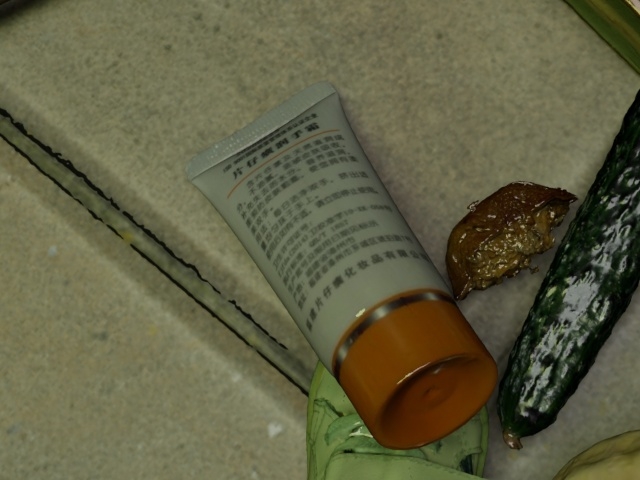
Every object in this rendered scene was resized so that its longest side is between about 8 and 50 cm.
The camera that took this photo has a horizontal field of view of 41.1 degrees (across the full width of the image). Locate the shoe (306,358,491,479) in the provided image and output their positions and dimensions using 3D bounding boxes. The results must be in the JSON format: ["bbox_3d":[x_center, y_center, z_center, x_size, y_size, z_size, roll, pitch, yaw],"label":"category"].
[{"bbox_3d":[0.055,0.181,0.578,0.139,0.128,0.262,9,81,-5],"label":"shoe"}]

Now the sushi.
[{"bbox_3d":[0.137,-0.001,0.628,0.118,0.061,0.060,-49,49,3],"label":"sushi"}]

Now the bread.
[{"bbox_3d":[0.246,-0.199,0.653,0.084,0.074,0.139,-40,74,-2],"label":"bread"}]

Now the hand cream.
[{"bbox_3d":[0.000,0.000,0.599,0.139,0.089,0.314,-29,50,1],"label":"hand cream"}]

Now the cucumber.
[{"bbox_3d":[0.200,0.016,0.615,0.067,0.067,0.294,28,84,13],"label":"cucumber"}]

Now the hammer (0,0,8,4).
[{"bbox_3d":[-0.198,-0.248,0.718,0.365,0.043,0.111,-25,99,1],"label":"hammer"}]

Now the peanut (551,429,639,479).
[{"bbox_3d":[0.296,0.188,0.505,0.339,0.158,0.174,-7,108,11],"label":"peanut"}]
